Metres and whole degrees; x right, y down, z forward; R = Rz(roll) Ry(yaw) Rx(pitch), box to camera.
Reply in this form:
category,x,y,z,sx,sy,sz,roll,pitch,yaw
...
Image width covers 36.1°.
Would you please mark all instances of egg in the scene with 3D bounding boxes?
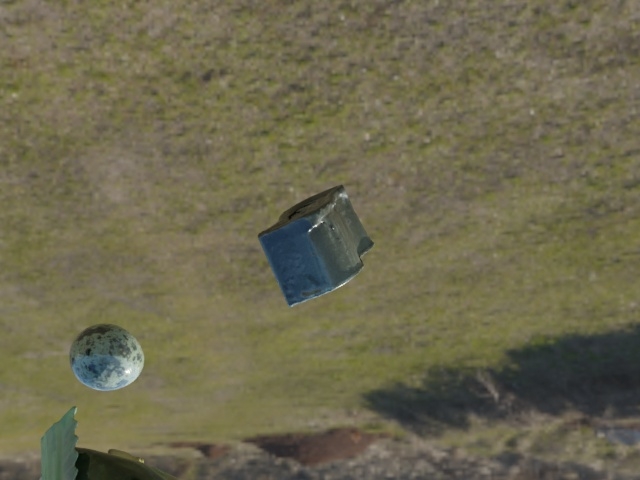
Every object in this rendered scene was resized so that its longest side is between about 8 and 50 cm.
category,x,y,z,sx,sy,sz,roll,pitch,yaw
egg,-0.423,0.234,1.965,0.132,0.132,0.172,-9,162,27

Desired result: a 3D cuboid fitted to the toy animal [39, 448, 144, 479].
category,x,y,z,sx,sy,sz,roll,pitch,yaw
toy animal,-0.365,0.393,1.433,0.233,0.121,0.168,-27,170,9

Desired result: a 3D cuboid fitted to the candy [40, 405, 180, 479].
category,x,y,z,sx,sy,sz,roll,pitch,yaw
candy,-0.186,0.392,1.232,0.397,0.263,0.172,29,119,-34

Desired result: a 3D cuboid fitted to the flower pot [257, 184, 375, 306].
category,x,y,z,sx,sy,sz,roll,pitch,yaw
flower pot,0.000,0.000,1.357,0.103,0.108,0.229,-23,-171,15
